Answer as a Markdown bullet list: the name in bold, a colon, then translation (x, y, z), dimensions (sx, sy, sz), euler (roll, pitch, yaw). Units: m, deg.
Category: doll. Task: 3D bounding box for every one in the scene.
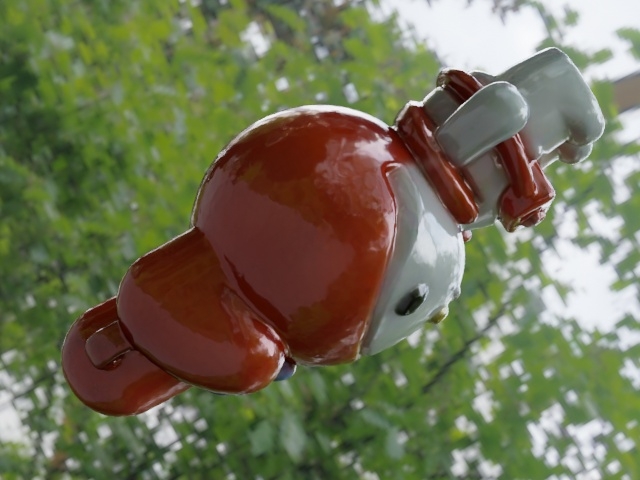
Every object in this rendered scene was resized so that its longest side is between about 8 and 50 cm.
- **doll**: translation (0.000, 0.000, 0.729), dimensions (0.130, 0.290, 0.161), euler (60, -4, 8)
